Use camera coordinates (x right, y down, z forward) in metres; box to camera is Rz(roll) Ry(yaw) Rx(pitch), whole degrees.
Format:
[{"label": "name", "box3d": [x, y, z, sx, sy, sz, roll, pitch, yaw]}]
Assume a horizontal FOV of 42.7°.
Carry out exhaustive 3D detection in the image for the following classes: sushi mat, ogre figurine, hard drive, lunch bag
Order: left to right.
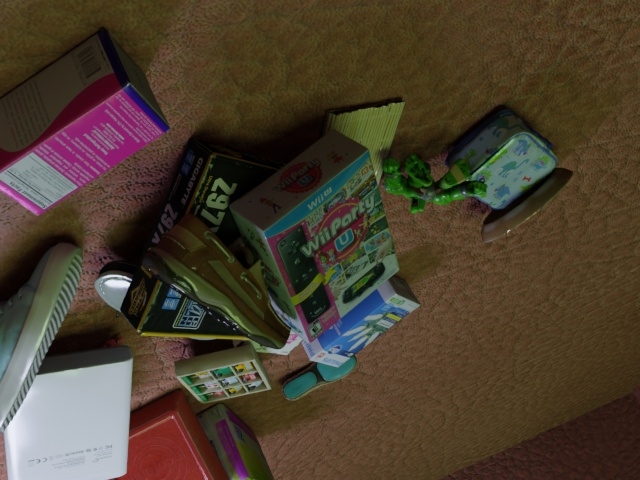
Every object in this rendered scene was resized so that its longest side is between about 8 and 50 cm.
[{"label": "hard drive", "box3d": [-0.487, 0.354, 1.578, 0.233, 0.047, 0.353, -6, 132, -23]}, {"label": "sushi mat", "box3d": [0.053, -0.127, 1.490, 0.151, 0.019, 0.316, -15, 146, -23]}, {"label": "ogre figurine", "box3d": [0.195, -0.106, 1.528, 0.197, 0.097, 0.118, -7, 168, -19]}, {"label": "lunch bag", "box3d": [0.364, -0.158, 1.626, 0.176, 0.090, 0.219, -42, 146, 21]}]

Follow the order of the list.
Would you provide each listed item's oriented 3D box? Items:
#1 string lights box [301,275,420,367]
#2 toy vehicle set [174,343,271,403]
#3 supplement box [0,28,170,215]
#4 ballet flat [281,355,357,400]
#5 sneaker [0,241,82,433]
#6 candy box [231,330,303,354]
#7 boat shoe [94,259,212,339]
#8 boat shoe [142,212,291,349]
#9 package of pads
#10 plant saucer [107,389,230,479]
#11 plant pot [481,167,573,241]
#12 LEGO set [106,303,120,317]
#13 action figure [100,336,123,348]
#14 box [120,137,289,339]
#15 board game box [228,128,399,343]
[{"label": "string lights box", "box3d": [0.089, 0.185, 1.904, 0.259, 0.077, 0.133, -40, 148, 16]}, {"label": "toy vehicle set", "box3d": [-0.207, 0.296, 1.788, 0.166, 0.035, 0.267, -12, 157, -1]}, {"label": "supplement box", "box3d": [-0.327, -0.150, 1.064, 0.220, 0.111, 0.114, -31, 149, 4]}, {"label": "ballet flat", "box3d": [-0.005, 0.338, 2.074, 0.206, 0.073, 0.067, -23, 175, -5]}, {"label": "sneaker", "box3d": [-0.514, 0.147, 1.323, 0.150, 0.135, 0.366, 28, 102, -7]}, {"label": "candy box", "box3d": [-0.076, 0.155, 1.735, 0.165, 0.070, 0.196, 14, 129, -48]}, {"label": "boat shoe", "box3d": [-0.282, 0.092, 1.468, 0.114, 0.091, 0.302, -15, 148, 23]}, {"label": "boat shoe", "box3d": [-0.134, 0.069, 1.282, 0.120, 0.122, 0.324, -59, 141, -11]}, {"label": "package of pads", "box3d": [-0.201, 0.567, 2.069, 0.101, 0.229, 0.296, -28, 149, -1]}, {"label": "plant saucer", "box3d": [-0.373, 0.510, 1.851, 0.258, 0.259, 0.048, -26, -171, -4]}, {"label": "plant pot", "box3d": [0.430, -0.083, 1.743, 0.236, 0.032, 0.236, -41, -176, 3]}, {"label": "LEGO set", "box3d": [-0.360, 0.102, 1.486, 0.083, 0.023, 0.054, -52, 146, 11]}, {"label": "action figure", "box3d": [-0.423, 0.225, 1.600, 0.115, 0.030, 0.038, -45, 140, 20]}, {"label": "box", "box3d": [-0.158, 0.009, 1.365, 0.257, 0.079, 0.322, 11, 110, -45]}, {"label": "board game box", "box3d": [0.000, 0.000, 1.375, 0.224, 0.097, 0.303, -39, 139, -17]}]
